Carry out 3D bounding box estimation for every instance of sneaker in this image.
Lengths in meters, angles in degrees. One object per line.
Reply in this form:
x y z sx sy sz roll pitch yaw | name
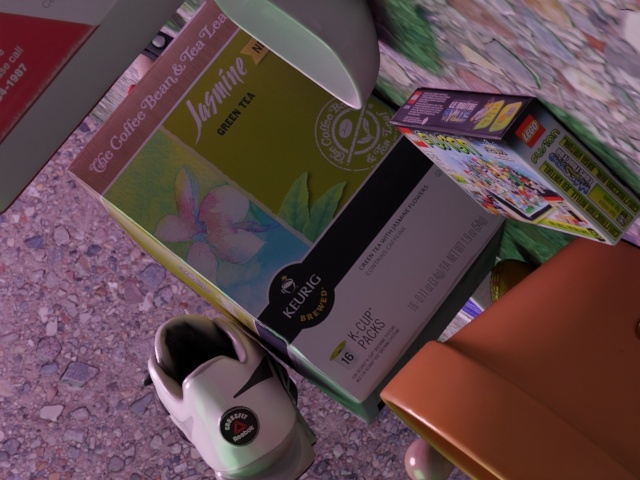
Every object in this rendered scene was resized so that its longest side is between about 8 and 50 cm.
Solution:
-0.096 0.120 1.460 0.146 0.122 0.330 58 170 -13 | sneaker
0.221 0.067 1.520 0.067 0.064 0.175 3 155 45 | sneaker

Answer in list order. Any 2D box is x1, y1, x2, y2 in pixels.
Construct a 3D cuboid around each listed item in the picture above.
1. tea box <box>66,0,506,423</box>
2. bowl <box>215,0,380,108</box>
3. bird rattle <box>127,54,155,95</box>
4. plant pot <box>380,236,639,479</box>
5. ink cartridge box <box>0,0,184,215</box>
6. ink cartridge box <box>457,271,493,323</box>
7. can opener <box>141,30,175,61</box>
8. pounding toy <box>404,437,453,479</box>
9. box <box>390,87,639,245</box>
-0.019 -0.018 1.469 0.323 0.220 0.329 37 174 8 | tea box
-0.014 -0.164 1.133 0.142 0.053 0.142 37 173 15 | bowl
-0.166 -0.134 1.855 0.253 0.143 0.207 33 -149 -56 | bird rattle
0.219 0.130 1.227 0.291 0.203 0.291 37 174 4 | plant pot
-0.311 -0.247 1.189 0.384 0.279 0.160 38 174 5 | ink cartridge box
0.135 0.032 1.764 0.208 0.045 0.206 45 172 -39 | ink cartridge box
-0.166 -0.207 1.714 0.186 0.073 0.059 31 177 -37 | can opener
0.192 0.153 1.676 0.183 0.237 0.110 -24 -98 -51 | pounding toy
0.134 -0.056 1.132 0.114 0.036 0.207 41 174 -18 | box
